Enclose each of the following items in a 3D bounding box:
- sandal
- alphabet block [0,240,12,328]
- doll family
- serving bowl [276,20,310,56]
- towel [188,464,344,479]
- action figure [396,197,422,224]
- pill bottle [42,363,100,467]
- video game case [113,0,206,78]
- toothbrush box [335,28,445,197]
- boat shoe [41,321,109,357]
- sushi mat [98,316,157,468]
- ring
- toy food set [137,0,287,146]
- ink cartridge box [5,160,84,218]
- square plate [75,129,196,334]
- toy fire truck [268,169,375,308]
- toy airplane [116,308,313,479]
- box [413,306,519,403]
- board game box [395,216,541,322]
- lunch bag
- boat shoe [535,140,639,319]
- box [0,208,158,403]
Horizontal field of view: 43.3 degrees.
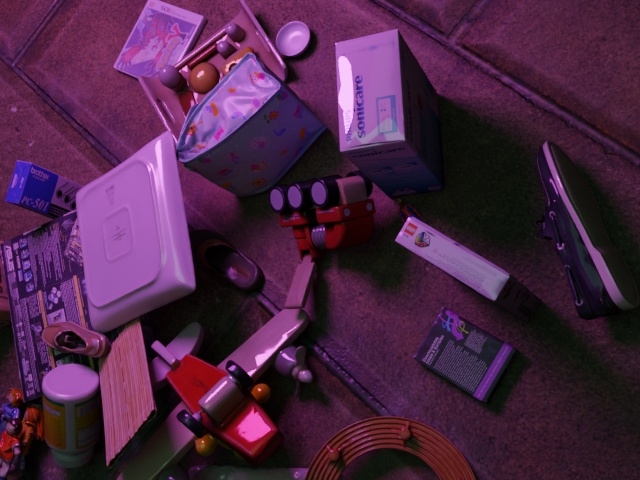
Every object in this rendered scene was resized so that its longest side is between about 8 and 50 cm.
[{"bbox_3d":[-0.222,0.040,1.738,0.219,0.060,0.090,33,91,26],"label":"sandal"},{"bbox_3d":[-0.834,0.109,1.906,0.192,0.197,0.193,-19,70,17],"label":"alphabet block"},{"bbox_3d":[-0.703,0.428,1.831,0.263,0.118,0.163,18,90,44],"label":"doll family"},{"bbox_3d":[-0.057,-0.449,1.813,0.083,0.027,0.083,-6,74,21],"label":"serving bowl"},{"bbox_3d":[-0.116,0.599,1.554,0.332,0.053,0.317,-4,75,21],"label":"towel"},{"bbox_3d":[0.185,-0.041,1.605,0.038,0.030,0.115,-42,63,14],"label":"action figure"},{"bbox_3d":[-0.526,0.376,1.709,0.117,0.117,0.208,23,122,26],"label":"pill bottle"},{"bbox_3d":[-0.394,-0.481,1.967,0.183,0.023,0.201,26,88,27],"label":"video game case"},{"bbox_3d":[0.137,-0.228,1.524,0.126,0.295,0.216,-8,73,21],"label":"toothbrush box"},{"bbox_3d":[-0.536,0.207,1.709,0.190,0.072,0.068,2,82,33],"label":"boat shoe"},{"bbox_3d":[-0.382,0.283,1.575,0.151,0.019,0.316,-48,33,13],"label":"sushi mat"},{"bbox_3d":[0.123,0.490,1.460,0.337,0.032,0.336,-3,75,12],"label":"ring"},{"bbox_3d":[-0.246,-0.378,1.827,0.306,0.092,0.219,-35,70,9],"label":"toy food set"},{"bbox_3d":[-0.628,-0.106,1.867,0.046,0.207,0.097,10,81,25],"label":"ink cartridge box"},{"bbox_3d":[-0.404,-0.011,1.670,0.347,0.049,0.344,-24,70,37],"label":"square plate"},{"bbox_3d":[0.000,0.000,1.598,0.217,0.158,0.246,-4,98,52],"label":"toy fire truck"},{"bbox_3d":[-0.198,0.325,1.571,0.386,0.272,0.384,-25,29,24],"label":"toy airplane"},{"bbox_3d":[0.269,0.212,1.502,0.162,0.029,0.116,31,89,25],"label":"box"},{"bbox_3d":[0.264,0.056,1.390,0.193,0.305,0.053,33,93,27],"label":"board game box"},{"bbox_3d":[-0.155,-0.222,1.688,0.262,0.223,0.160,-44,59,9],"label":"lunch bag"},{"bbox_3d":[0.444,-0.014,1.440,0.113,0.127,0.340,-36,66,36],"label":"boat shoe"},{"bbox_3d":[-0.557,0.136,1.837,0.318,0.097,0.395,-24,69,17],"label":"box"}]
